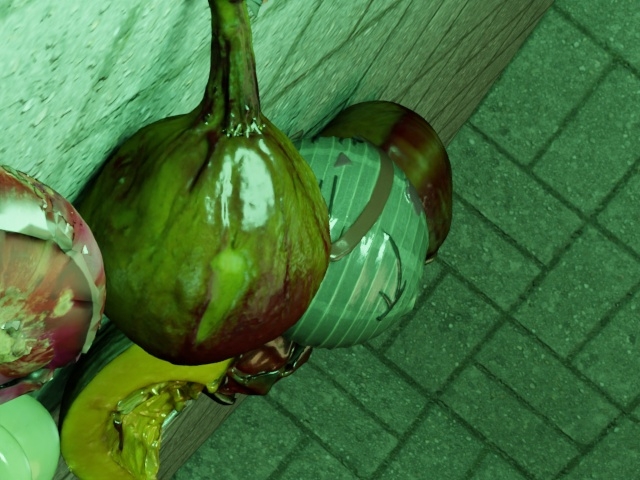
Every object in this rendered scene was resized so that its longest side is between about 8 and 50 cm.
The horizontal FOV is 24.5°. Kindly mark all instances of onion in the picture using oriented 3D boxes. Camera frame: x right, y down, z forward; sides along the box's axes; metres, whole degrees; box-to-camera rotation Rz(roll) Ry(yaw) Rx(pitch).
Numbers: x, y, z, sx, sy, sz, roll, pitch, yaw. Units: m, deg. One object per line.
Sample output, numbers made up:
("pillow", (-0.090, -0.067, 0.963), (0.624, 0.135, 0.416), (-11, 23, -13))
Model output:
("onion", (-0.192, 0.009, 0.764), (0.150, 0.140, 0.150), (-13, 134, -14))

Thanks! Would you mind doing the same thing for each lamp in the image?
("lamp", (0.000, 0.000, 1.563), (0.233, 0.233, 0.265), (-53, -165, 25))

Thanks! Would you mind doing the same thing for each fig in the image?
("fig", (-0.090, -0.033, 1.022), (0.190, 0.191, 0.290), (-48, 157, -23))

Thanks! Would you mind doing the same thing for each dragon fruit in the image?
("dragon fruit", (-0.095, 0.101, 1.740), (0.182, 0.182, 0.188), (-47, 179, -36))

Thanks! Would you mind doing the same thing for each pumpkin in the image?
("pumpkin", (-0.210, 0.145, 1.510), (0.169, 0.148, 0.312), (4, 127, -34))

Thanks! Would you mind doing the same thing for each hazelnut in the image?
("hazelnut", (0.063, -0.049, 1.803), (0.229, 0.229, 0.229), (-50, 175, -7))

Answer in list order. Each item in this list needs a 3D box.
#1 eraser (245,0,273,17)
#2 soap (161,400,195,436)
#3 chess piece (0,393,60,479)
("eraser", (-0.034, -0.194, 1.045), (0.027, 0.019, 0.099), (-48, 175, -28))
("soap", (-0.257, 0.276, 2.124), (0.183, 0.064, 0.121), (-49, 175, -14))
("chess piece", (-0.278, 0.187, 1.090), (0.144, 0.144, 0.251), (-53, -179, 19))
